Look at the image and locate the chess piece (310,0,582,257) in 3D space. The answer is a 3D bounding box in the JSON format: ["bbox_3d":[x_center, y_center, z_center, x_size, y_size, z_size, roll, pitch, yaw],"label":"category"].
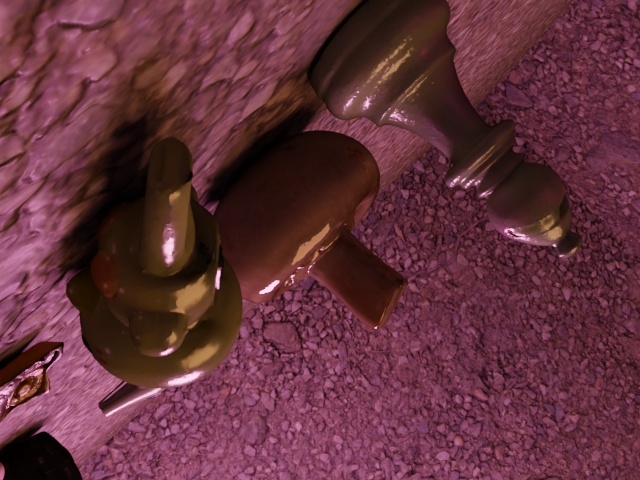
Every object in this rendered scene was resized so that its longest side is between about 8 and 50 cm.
[{"bbox_3d":[0.128,-0.090,0.674,0.139,0.272,0.139,-44,176,-4],"label":"chess piece"}]

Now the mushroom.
[{"bbox_3d":[0.000,0.000,0.807,0.207,0.215,0.207,-45,169,-11],"label":"mushroom"}]

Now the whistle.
[{"bbox_3d":[-0.133,0.024,0.581,0.141,0.141,0.294,-42,157,-19],"label":"whistle"}]

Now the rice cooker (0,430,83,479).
[{"bbox_3d":[-0.413,0.345,1.121,0.106,0.112,0.165,-37,177,5],"label":"rice cooker"}]

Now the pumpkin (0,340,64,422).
[{"bbox_3d":[-0.281,0.130,0.694,0.101,0.035,0.073,-34,160,-49],"label":"pumpkin"}]

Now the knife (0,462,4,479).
[{"bbox_3d":[-0.410,0.267,0.811,0.081,0.043,0.336,-55,176,-10],"label":"knife"}]

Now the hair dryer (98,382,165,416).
[{"bbox_3d":[-0.366,0.280,1.470,0.167,0.067,0.199,-38,166,2],"label":"hair dryer"}]
